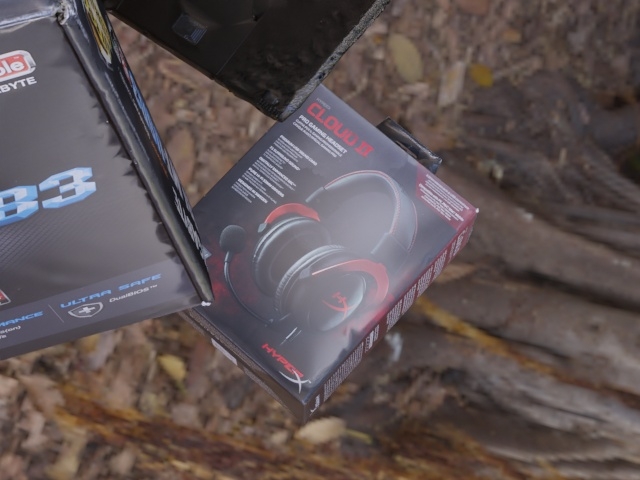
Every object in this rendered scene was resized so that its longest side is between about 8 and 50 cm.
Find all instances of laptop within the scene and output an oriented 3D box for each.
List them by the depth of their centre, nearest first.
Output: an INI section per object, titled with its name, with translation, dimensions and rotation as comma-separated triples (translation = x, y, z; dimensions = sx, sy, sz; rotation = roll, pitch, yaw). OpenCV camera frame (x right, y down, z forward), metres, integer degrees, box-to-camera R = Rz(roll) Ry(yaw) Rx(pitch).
[laptop]
translation = -0.059, -0.249, 0.855
dimensions = 0.234, 0.264, 0.136
rotation = -45, -162, 43

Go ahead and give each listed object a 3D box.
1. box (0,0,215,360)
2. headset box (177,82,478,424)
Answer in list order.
[box]
translation = -0.218, -0.013, 0.603
dimensions = 0.293, 0.296, 0.073
rotation = 78, -3, -67
[headset box]
translation = 0.000, 0.000, 1.345
dimensions = 0.293, 0.218, 0.110
rotation = -46, 168, -14
